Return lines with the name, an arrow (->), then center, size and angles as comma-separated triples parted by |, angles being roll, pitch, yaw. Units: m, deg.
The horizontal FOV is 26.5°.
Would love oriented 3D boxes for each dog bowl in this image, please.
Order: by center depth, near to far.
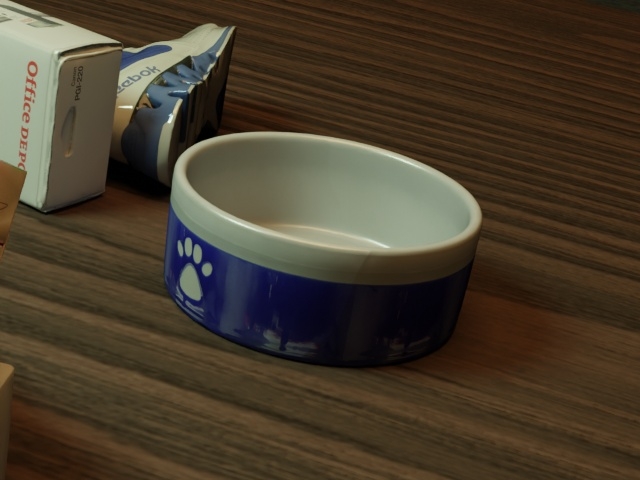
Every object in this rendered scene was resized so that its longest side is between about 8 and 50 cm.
dog bowl -> 0.000, 0.000, 1.165 | 0.265, 0.104, 0.265 | 9, 22, -4

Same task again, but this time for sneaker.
sneaker -> -0.202, -0.169, 1.445 | 0.182, 0.127, 0.315 | 14, 25, 4

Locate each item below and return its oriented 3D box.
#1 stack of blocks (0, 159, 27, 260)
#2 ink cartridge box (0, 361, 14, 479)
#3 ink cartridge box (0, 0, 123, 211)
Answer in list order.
stack of blocks -> -0.279, 0.006, 0.798 | 0.171, 0.087, 0.297 | 24, -21, -29
ink cartridge box -> -0.331, 0.127, 0.707 | 0.283, 0.117, 0.207 | 12, 23, 4
ink cartridge box -> -0.303, -0.141, 1.294 | 0.218, 0.158, 0.092 | 24, 26, 29
